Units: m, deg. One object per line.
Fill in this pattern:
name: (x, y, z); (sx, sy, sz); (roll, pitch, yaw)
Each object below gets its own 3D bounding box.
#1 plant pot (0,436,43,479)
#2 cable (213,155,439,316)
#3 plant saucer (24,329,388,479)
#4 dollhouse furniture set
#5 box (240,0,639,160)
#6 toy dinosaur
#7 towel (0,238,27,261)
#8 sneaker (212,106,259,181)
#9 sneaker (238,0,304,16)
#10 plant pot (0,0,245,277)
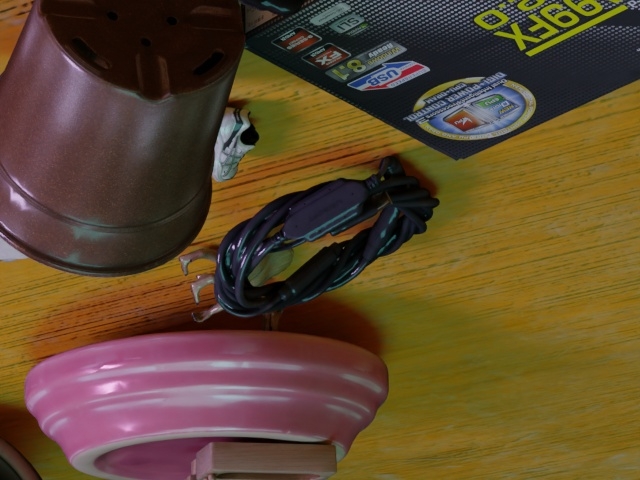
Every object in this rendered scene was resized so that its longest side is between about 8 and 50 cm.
plant pot: (-0.388, 0.312, 1.850); (0.263, 0.263, 0.229); (0, 172, -4)
cable: (0.000, 0.000, 1.406); (0.184, 0.047, 0.150); (-33, 160, 12)
plant saucer: (-0.102, 0.161, 1.660); (0.332, 0.084, 0.332); (-3, 163, -1)
dollhouse furniture set: (-0.049, 0.256, 1.623); (0.144, 0.123, 0.151); (4, 161, -19)
box: (0.118, -0.154, 1.117); (0.270, 0.060, 0.216); (-23, 146, 36)
toy dinosaur: (-0.065, 0.019, 1.485); (0.092, 0.053, 0.183); (-16, 151, -11)
towel: (-0.395, -0.025, 1.345); (0.312, 0.056, 0.324); (-11, 153, 18)
sneaker: (-0.061, -0.067, 1.310); (0.037, 0.032, 0.083); (-3, 154, 2)
sneaker: (0.023, -0.208, 0.920); (0.097, 0.135, 0.276); (16, 147, -28)
plant pot: (-0.127, -0.089, 1.132); (0.167, 0.167, 0.165); (7, 145, -17)
